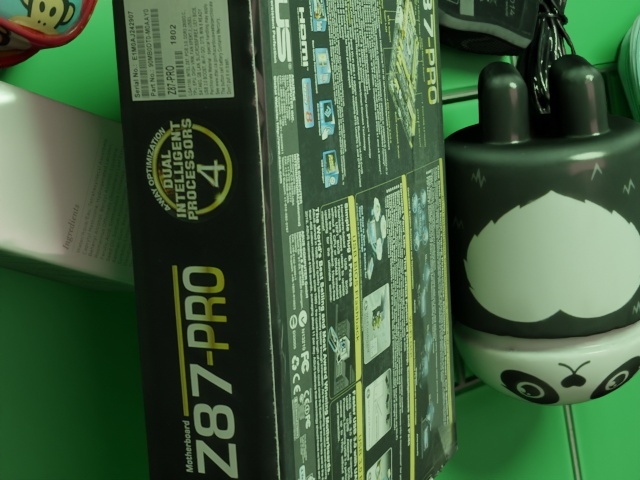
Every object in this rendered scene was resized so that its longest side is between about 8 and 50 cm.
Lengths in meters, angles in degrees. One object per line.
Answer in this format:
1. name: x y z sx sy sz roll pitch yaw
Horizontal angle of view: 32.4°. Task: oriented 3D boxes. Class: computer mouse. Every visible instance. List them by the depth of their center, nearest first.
1. computer mouse: 0.124 -0.210 0.933 0.272 0.072 0.188 13 79 -47

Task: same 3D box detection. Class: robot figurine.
1. robot figurine: 0.183 -0.004 0.887 0.174 0.209 0.278 -21 111 -42

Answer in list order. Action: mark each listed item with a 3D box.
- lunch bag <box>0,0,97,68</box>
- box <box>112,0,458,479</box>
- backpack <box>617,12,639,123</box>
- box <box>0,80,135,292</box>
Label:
1. lunch bag: -0.251 -0.257 0.626 0.293 0.120 0.258 18 78 -34
2. box: 0.000 0.000 0.707 0.318 0.097 0.394 -24 113 -63
3. backpack: 0.401 -0.154 1.048 0.253 0.191 0.225 -32 105 -39
4. box: -0.176 -0.030 0.670 0.170 0.130 0.091 19 79 -34
